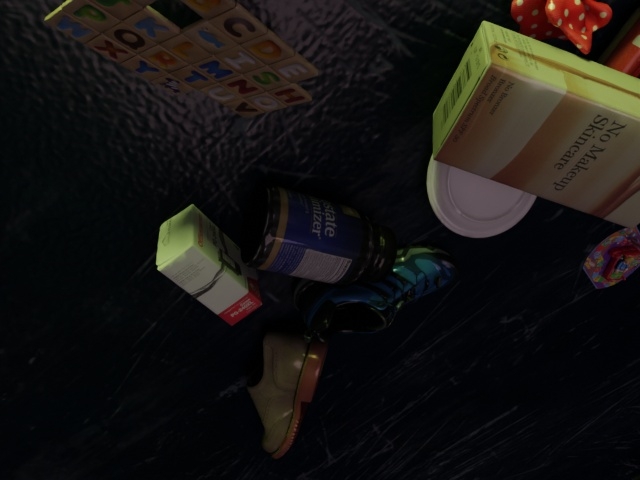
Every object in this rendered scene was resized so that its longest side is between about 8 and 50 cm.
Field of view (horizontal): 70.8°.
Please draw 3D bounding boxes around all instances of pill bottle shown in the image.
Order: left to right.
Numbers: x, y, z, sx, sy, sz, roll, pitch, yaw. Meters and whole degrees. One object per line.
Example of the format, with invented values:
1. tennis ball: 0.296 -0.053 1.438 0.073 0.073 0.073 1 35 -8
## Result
1. pill bottle: 0.000 0.000 0.678 0.219 0.123 0.123 13 119 -25

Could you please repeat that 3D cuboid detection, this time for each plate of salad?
1. plate of salad: 0.261 -0.103 0.722 0.199 0.048 0.200 -3 105 -10

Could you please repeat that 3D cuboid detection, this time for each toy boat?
1. toy boat: 0.491 -0.221 0.654 0.151 0.151 0.231 17 118 -26

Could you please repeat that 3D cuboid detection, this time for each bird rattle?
1. bird rattle: 0.347 -0.372 0.553 0.253 0.143 0.207 -25 117 17

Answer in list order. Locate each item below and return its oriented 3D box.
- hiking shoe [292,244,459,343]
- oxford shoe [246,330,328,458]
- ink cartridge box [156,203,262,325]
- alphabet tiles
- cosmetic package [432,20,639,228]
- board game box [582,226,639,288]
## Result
1. hiking shoe: 0.109 0.102 0.777 0.304 0.132 0.113 -15 127 -7
2. oxford shoe: -0.084 0.301 0.893 0.130 0.123 0.348 19 122 2
3. ink cartridge box: -0.160 0.035 0.660 0.063 0.109 0.150 -34 127 9
4. alphabet tiles: -0.126 -0.193 0.477 0.237 0.198 0.009 21 73 -50
5. cosmetic package: 0.314 -0.146 0.590 0.296 0.129 0.153 17 137 -4
6. board game box: 0.646 0.050 0.968 0.133 0.033 0.168 -42 125 13
